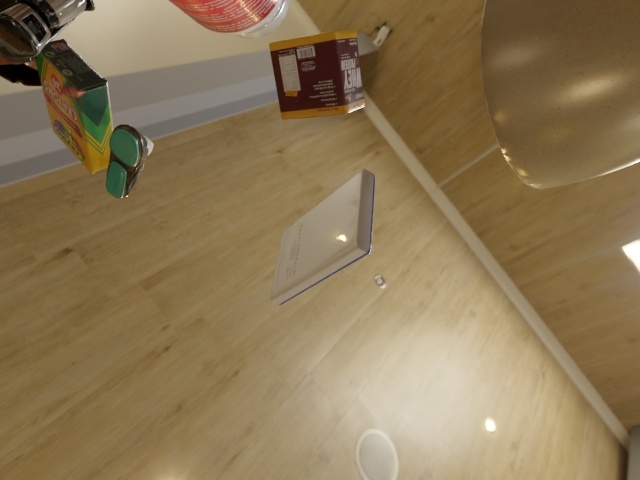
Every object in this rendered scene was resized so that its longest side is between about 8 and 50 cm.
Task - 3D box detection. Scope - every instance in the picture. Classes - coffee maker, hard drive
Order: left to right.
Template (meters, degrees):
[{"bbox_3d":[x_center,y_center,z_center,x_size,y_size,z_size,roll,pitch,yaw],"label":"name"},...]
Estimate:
[{"bbox_3d":[-0.549,-0.425,0.917,0.120,0.171,0.178,46,-125,-30],"label":"coffee maker"},{"bbox_3d":[0.000,0.000,1.092,0.040,0.319,0.210,28,-129,-26],"label":"hard drive"}]

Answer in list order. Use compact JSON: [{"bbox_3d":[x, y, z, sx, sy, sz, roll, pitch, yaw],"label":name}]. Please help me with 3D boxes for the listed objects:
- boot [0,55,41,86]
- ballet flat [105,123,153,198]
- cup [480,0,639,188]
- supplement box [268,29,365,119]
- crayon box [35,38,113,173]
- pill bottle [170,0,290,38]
[{"bbox_3d":[-0.842,-0.482,1.212,0.284,0.109,0.220,2,-131,-45],"label":"boot"},{"bbox_3d":[-0.482,-0.214,1.216,0.095,0.280,0.096,41,-131,-7],"label":"ballet flat"},{"bbox_3d":[0.398,-0.238,0.624,0.331,0.237,0.330,-1,-88,-43],"label":"cup"},{"bbox_3d":[-0.005,-0.426,1.250,0.129,0.192,0.194,-40,-54,-54],"label":"supplement box"},{"bbox_3d":[-0.623,-0.318,1.248,0.202,0.318,0.081,42,-127,18],"label":"crayon box"},{"bbox_3d":[-0.186,-0.502,0.838,0.229,0.229,0.408,55,-168,3],"label":"pill bottle"}]
